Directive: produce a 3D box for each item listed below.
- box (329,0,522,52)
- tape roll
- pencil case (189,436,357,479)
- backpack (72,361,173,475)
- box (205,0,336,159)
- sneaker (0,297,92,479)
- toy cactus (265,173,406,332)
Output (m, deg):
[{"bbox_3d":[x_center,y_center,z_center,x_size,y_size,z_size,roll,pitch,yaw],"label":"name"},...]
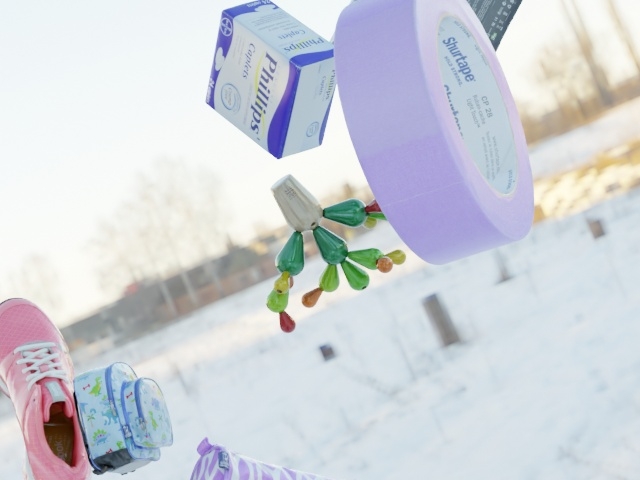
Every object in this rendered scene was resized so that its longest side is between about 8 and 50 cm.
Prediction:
[{"bbox_3d":[0.142,-0.293,1.847,0.233,0.183,0.059,-63,7,-10],"label":"box"},{"bbox_3d":[0.116,-0.118,1.483,0.090,0.275,0.275,-18,1,23],"label":"tape roll"},{"bbox_3d":[-0.046,0.275,1.619,0.206,0.088,0.086,23,-53,-31],"label":"pencil case"},{"bbox_3d":[-0.214,0.189,1.653,0.084,0.114,0.105,-23,-14,10],"label":"backpack"},{"bbox_3d":[-0.054,-0.183,1.715,0.072,0.137,0.126,-22,-42,-40],"label":"box"},{"bbox_3d":[-0.370,0.208,2.083,0.115,0.314,0.136,-11,-21,-25],"label":"sneaker"},{"bbox_3d":[0.000,0.000,1.917,0.219,0.180,0.112,-36,15,6],"label":"toy cactus"}]
